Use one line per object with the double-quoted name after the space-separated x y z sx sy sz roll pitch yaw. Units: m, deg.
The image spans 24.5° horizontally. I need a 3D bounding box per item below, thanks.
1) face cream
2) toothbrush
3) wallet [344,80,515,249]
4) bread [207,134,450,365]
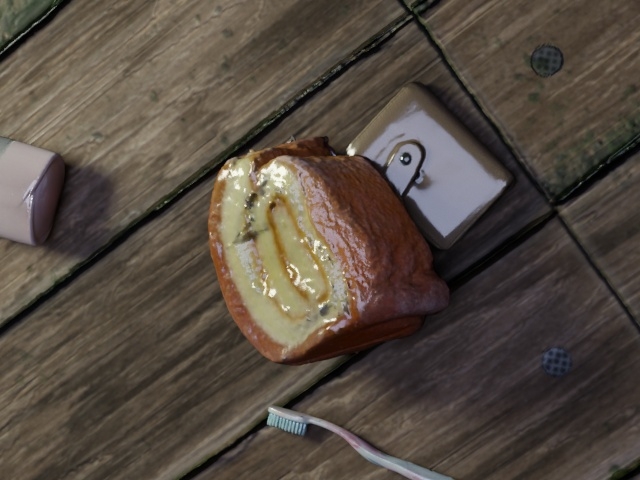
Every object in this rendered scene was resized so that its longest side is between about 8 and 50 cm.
-0.414 -0.076 1.614 0.269 0.073 0.107 15 98 16 "face cream"
0.068 0.220 1.498 0.269 0.021 0.027 19 106 16 "toothbrush"
0.107 -0.074 1.486 0.152 0.039 0.118 44 98 11 "wallet"
-0.009 0.005 1.464 0.190 0.123 0.244 -37 74 33 "bread"
